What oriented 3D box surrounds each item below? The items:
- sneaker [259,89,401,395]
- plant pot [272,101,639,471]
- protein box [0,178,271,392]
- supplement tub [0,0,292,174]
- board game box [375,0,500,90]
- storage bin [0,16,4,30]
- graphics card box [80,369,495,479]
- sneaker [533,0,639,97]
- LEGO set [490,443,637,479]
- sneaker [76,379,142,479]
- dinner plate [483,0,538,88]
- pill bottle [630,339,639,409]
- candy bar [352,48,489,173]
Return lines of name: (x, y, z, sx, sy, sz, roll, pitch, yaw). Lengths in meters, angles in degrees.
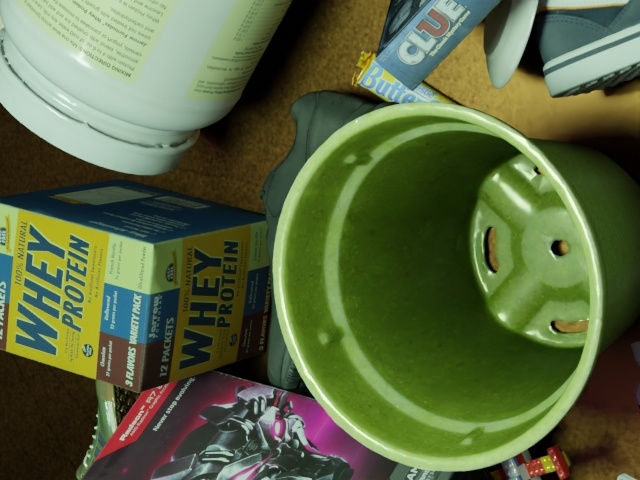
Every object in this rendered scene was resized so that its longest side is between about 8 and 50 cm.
sneaker: (0.000, 0.000, 1.636, 0.130, 0.109, 0.286, 26, 105, 38)
plant pot: (0.143, 0.020, 1.448, 0.276, 0.254, 0.276, 5, 99, 30)
protein box: (-0.179, 0.035, 1.679, 0.199, 0.201, 0.136, 14, 104, 30)
supplement tub: (-0.139, -0.245, 1.596, 0.235, 0.235, 0.325, 40, 116, 21)
board game box: (0.143, -0.244, 1.437, 0.042, 0.165, 0.243, 38, 118, -13)
storage bin: (-0.408, -0.337, 1.814, 0.260, 0.123, 0.262, 13, 103, 30)
graphics card box: (-0.052, 0.247, 1.572, 0.371, 0.233, 0.094, 13, 148, 40)
sneaker: (0.302, -0.214, 1.393, 0.321, 0.126, 0.128, -17, 84, 29)
LEGO set: (0.192, 0.252, 1.534, 0.244, 0.060, 0.183, 31, 128, 37)
sneaker: (-0.210, 0.216, 1.804, 0.086, 0.064, 0.192, -12, 94, 27)
dinner plate: (0.154, -0.194, 1.488, 0.017, 0.141, 0.141, 12, 107, -7)
pill bottle: (0.306, 0.144, 1.465, 0.086, 0.086, 0.152, -21, 85, 32)
candy bar: (0.094, -0.116, 1.598, 0.161, 0.018, 0.040, 35, 113, 22)
